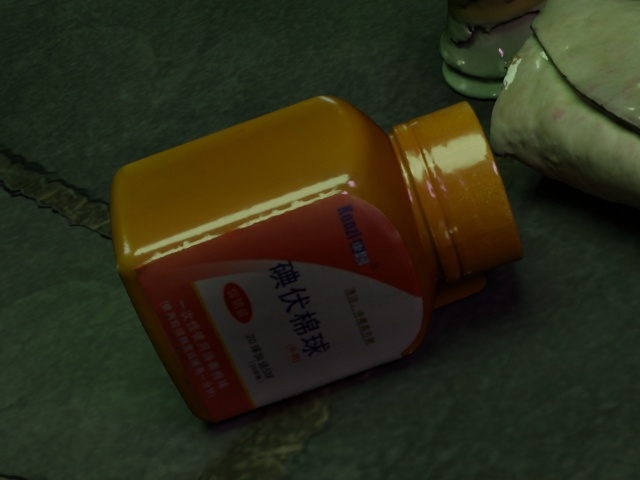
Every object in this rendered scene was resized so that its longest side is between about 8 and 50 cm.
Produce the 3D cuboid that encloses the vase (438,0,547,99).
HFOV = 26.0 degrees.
[{"bbox_3d":[0.103,-0.260,0.965,0.173,0.321,0.173,-12,38,9],"label":"vase"}]

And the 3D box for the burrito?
[{"bbox_3d":[0.241,-0.062,0.830,0.143,0.105,0.299,-48,43,-16],"label":"burrito"}]

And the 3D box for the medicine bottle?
[{"bbox_3d":[0.000,0.001,0.832,0.222,0.149,0.112,-20,37,3],"label":"medicine bottle"}]
